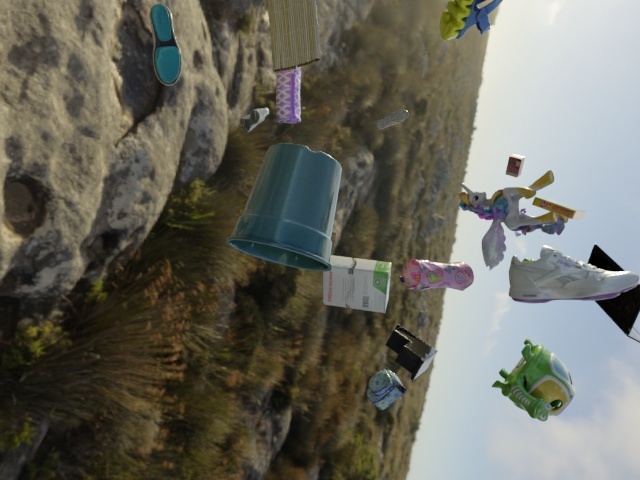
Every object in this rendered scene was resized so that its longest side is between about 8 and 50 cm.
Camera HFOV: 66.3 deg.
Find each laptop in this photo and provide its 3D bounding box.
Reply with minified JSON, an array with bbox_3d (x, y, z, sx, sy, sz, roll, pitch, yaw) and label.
[{"bbox_3d":[0.930,0.173,1.501,0.234,0.136,0.265,-108,-168,-54],"label":"laptop"}]

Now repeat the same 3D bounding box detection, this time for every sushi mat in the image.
[{"bbox_3d":[-0.078,-0.619,1.309,0.019,0.151,0.317,-5,89,-63],"label":"sushi mat"}]

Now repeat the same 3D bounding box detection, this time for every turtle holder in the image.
[{"bbox_3d":[0.784,0.507,1.759,0.243,0.227,0.320,-50,161,-2],"label":"turtle holder"}]

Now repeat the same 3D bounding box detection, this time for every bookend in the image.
[{"bbox_3d":[0.266,0.346,1.538,0.157,0.156,0.072,-1,121,-62],"label":"bookend"}]

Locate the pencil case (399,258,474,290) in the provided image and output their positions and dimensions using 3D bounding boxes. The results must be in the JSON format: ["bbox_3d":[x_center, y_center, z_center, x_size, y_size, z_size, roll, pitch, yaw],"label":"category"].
[{"bbox_3d":[0.452,0.136,1.894,0.124,0.284,0.124,-11,-102,61],"label":"pencil case"}]

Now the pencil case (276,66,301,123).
[{"bbox_3d":[-0.099,-0.479,1.576,0.086,0.088,0.206,-4,97,-34],"label":"pencil case"}]

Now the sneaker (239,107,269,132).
[{"bbox_3d":[-0.225,-0.412,1.679,0.061,0.152,0.054,-31,102,-35],"label":"sneaker"}]

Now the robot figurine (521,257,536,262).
[{"bbox_3d":[0.834,0.118,1.908,0.067,0.115,0.101,-54,172,11],"label":"robot figurine"}]

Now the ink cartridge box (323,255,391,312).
[{"bbox_3d":[0.125,0.148,1.689,0.093,0.219,0.160,-59,154,-61],"label":"ink cartridge box"}]

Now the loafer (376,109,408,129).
[{"bbox_3d":[0.271,-0.456,1.851,0.039,0.125,0.045,-25,93,-80],"label":"loafer"}]

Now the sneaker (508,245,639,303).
[{"bbox_3d":[0.640,0.082,1.259,0.114,0.305,0.152,20,67,-67],"label":"sneaker"}]

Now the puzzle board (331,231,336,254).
[{"bbox_3d":[0.000,0.000,2.106,0.011,0.128,0.097,177,-75,-69],"label":"puzzle board"}]

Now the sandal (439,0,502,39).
[{"bbox_3d":[0.457,-0.701,1.358,0.317,0.138,0.126,117,-27,-50],"label":"sandal"}]

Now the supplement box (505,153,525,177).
[{"bbox_3d":[0.821,-0.315,2.068,0.043,0.055,0.083,-31,134,-40],"label":"supplement box"}]

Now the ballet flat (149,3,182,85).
[{"bbox_3d":[-0.468,-0.581,1.484,0.086,0.086,0.249,2,83,-75],"label":"ballet flat"}]

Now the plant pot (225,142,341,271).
[{"bbox_3d":[-0.089,-0.106,1.564,0.341,0.341,0.334,52,52,-71],"label":"plant pot"}]

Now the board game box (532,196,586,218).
[{"bbox_3d":[0.774,-0.105,1.581,0.259,0.124,0.039,-8,120,-54],"label":"board game box"}]

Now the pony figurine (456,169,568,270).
[{"bbox_3d":[0.732,-0.092,1.879,0.303,0.363,0.351,-49,118,-34],"label":"pony figurine"}]

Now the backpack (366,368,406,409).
[{"bbox_3d":[0.207,0.491,1.627,0.114,0.084,0.105,-45,-159,4],"label":"backpack"}]
